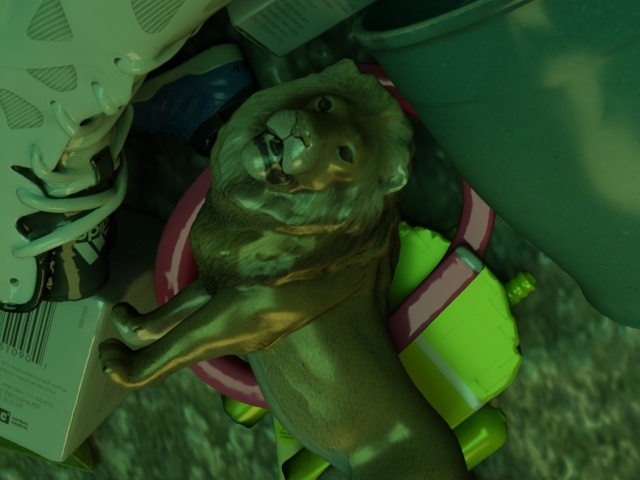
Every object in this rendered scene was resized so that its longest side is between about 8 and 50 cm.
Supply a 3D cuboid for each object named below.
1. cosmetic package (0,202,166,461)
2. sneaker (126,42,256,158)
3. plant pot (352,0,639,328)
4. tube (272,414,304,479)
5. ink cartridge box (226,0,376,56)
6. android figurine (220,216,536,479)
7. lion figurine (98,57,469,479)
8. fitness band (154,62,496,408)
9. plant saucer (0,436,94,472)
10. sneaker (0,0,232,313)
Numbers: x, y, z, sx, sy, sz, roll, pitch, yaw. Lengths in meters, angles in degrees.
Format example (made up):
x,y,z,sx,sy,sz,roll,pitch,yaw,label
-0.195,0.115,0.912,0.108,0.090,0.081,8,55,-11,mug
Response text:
x,y,z,sx,sy,sz,roll,pitch,yaw,label
-0.223,0.057,0.665,0.151,0.183,0.151,22,109,7,cosmetic package
-0.119,-0.096,0.661,0.152,0.058,0.084,-24,90,13,sneaker
0.200,-0.094,0.484,0.272,0.271,0.255,-26,113,20,plant pot
-0.006,0.237,0.730,0.070,0.062,0.240,-5,103,-26,tube
0.046,-0.332,0.476,0.330,0.071,0.323,-26,71,21,ink cartridge box
0.052,0.092,0.656,0.273,0.056,0.248,-43,85,11,android figurine
0.007,0.097,0.529,0.240,0.142,0.392,-26,102,0,lion figurine
0.000,0.000,0.604,0.209,0.054,0.291,46,101,5,fitness band
-0.323,0.158,0.755,0.189,0.045,0.188,11,150,11,plant saucer
-0.127,-0.091,0.470,0.448,0.169,0.257,-1,120,34,sneaker
